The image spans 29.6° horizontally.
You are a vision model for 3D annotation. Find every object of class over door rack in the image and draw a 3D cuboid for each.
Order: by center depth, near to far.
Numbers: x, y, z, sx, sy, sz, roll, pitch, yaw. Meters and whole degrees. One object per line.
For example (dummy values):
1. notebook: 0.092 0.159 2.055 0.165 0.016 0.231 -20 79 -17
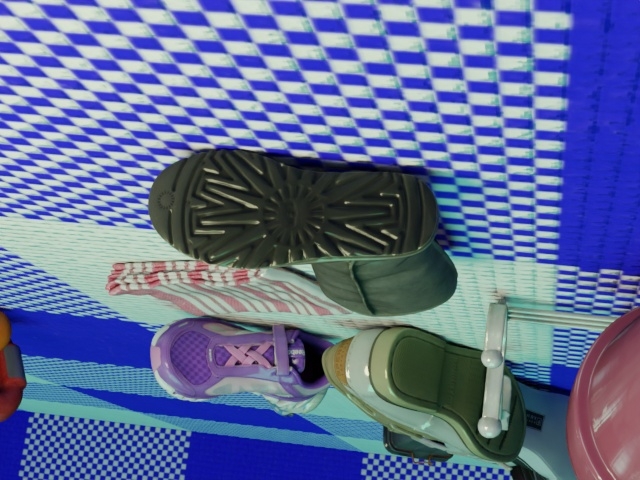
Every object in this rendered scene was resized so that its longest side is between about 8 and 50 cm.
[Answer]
1. over door rack: 0.271 0.153 1.119 0.239 0.108 0.324 6 161 11

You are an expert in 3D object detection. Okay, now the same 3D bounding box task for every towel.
1. towel: -0.082 0.049 1.111 0.197 0.029 0.144 -2 164 37

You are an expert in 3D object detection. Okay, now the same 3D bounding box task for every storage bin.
1. storage bin: 0.180 0.308 1.950 0.135 0.098 0.091 14 155 -26

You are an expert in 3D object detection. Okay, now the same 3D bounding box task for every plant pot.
1. plant pot: 0.282 0.108 0.845 0.201 0.201 0.180 6 151 7

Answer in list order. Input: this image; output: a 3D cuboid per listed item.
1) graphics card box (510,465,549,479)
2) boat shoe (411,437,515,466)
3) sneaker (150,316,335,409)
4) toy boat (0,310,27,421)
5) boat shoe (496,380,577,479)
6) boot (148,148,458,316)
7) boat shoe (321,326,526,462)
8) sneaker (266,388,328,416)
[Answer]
1. graphics card box: 0.384 0.439 1.773 0.094 0.371 0.233 -16 171 -9
2. boat shoe: 0.211 0.269 1.762 0.088 0.096 0.267 10 176 -30
3. sneaker: -0.072 0.130 1.338 0.236 0.095 0.104 11 161 -36
4. toy boat: -0.448 0.134 1.516 0.151 0.151 0.231 -35 147 24
5. boat shoe: 0.245 0.239 1.560 0.306 0.113 0.105 22 168 -39
6. boot: -0.001 0.002 0.802 0.189 0.076 0.208 8 174 6
7. boat shoe: 0.122 0.166 1.342 0.103 0.113 0.302 -2 153 40
8. sneaker: -0.044 0.177 1.556 0.086 0.085 0.237 35 168 -2
